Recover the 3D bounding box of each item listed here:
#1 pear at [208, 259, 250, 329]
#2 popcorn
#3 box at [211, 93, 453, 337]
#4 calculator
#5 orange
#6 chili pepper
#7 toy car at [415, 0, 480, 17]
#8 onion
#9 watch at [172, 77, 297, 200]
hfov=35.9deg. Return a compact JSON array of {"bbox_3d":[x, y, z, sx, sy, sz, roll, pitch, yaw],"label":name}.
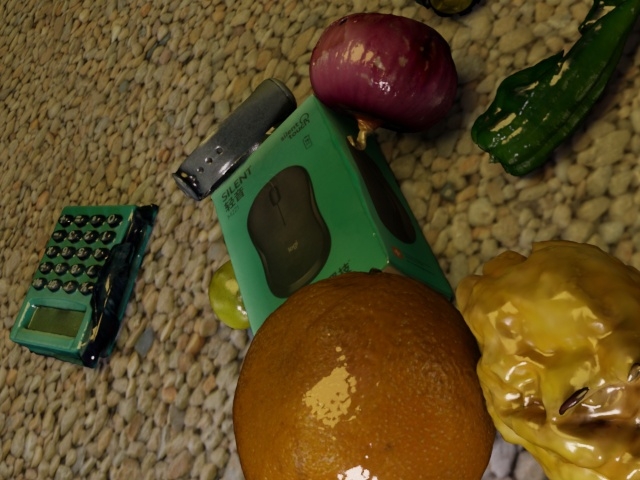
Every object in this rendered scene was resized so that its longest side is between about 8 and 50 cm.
[{"bbox_3d":[-0.098,0.066,1.255,0.097,0.092,0.092,10,75,52],"label":"pear"},{"bbox_3d":[0.225,0.117,0.819,0.190,0.191,0.253,-57,45,19],"label":"popcorn"},{"bbox_3d":[0.000,0.000,1.169,0.205,0.118,0.311,-40,44,20],"label":"box"},{"bbox_3d":[-0.379,0.058,1.568,0.248,0.058,0.274,2,68,45],"label":"calculator"},{"bbox_3d":[0.041,0.155,0.932,0.264,0.264,0.264,-24,52,35],"label":"orange"},{"bbox_3d":[0.260,-0.180,1.041,0.253,0.083,0.099,-52,32,4],"label":"chili pepper"},{"bbox_3d":[0.189,-0.414,1.189,0.314,0.166,0.198,-22,50,37],"label":"toy car"},{"bbox_3d":[0.074,-0.192,1.161,0.177,0.177,0.153,31,123,50],"label":"onion"},{"bbox_3d":[-0.116,-0.130,1.333,0.193,0.068,0.206,-43,3,-6],"label":"watch"}]
